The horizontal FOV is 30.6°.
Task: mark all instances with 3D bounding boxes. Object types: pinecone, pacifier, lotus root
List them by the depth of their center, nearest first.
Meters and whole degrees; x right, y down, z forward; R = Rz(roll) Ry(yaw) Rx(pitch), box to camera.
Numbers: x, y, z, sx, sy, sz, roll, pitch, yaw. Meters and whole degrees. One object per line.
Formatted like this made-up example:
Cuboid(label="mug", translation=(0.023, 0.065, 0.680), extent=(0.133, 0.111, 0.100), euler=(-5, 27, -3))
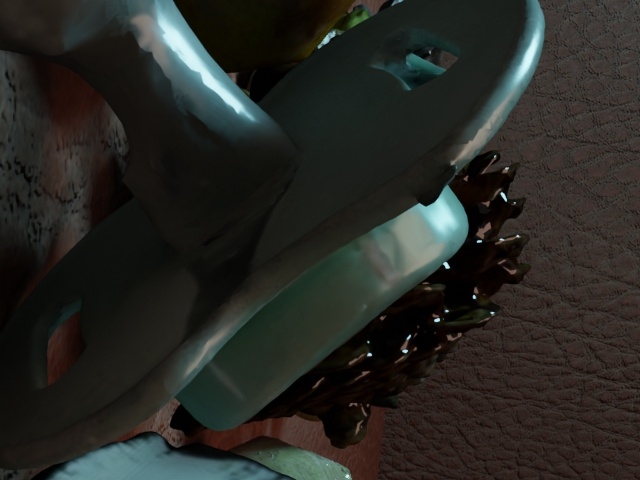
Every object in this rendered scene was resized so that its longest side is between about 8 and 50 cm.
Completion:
Cuboid(label="pacifier", translation=(-0.070, -0.059, 0.568), extent=(0.269, 0.343, 0.288), euler=(54, -2, -21))
Cuboid(label="lotus root", translation=(-0.030, -0.190, 0.707), extent=(0.188, 0.199, 0.179), euler=(-43, 136, -66))
Cuboid(label="pinecone", translation=(-0.003, -0.005, 0.826), extent=(0.242, 0.298, 0.295), euler=(35, 47, -49))

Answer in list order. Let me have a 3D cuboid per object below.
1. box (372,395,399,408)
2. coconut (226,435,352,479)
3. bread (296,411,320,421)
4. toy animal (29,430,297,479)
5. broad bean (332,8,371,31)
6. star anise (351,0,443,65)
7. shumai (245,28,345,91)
Cuboid(label="box", translation=(-0.001, 0.086, 1.194), extent=(0.273, 0.184, 0.143), euler=(54, 45, -77))
Cuboid(label="coconut", translation=(-0.049, 0.276, 1.101), extent=(0.194, 0.194, 0.194), euler=(8, 90, -81))
Cuboid(label="bread", translation=(0.013, 0.150, 1.561), extent=(0.085, 0.134, 0.173), euler=(45, 47, -38))
Cuboid(label="toy animal", translation=(-0.092, 0.292, 0.650), extent=(0.251, 0.251, 0.309), euler=(-48, 154, -75))
Cuboid(label="broad bean", translation=(0.049, -0.174, 1.509), extent=(0.291, 0.119, 0.238), euler=(70, 16, -77))
Cuboid(label="star anise", translation=(0.103, -0.228, 1.680), extent=(0.109, 0.236, 0.223), euler=(-30, 150, -17))
Cuboid(label="shumai", translation=(-0.017, -0.160, 1.164), extent=(0.116, 0.146, 0.145), euler=(-132, -143, -50))
